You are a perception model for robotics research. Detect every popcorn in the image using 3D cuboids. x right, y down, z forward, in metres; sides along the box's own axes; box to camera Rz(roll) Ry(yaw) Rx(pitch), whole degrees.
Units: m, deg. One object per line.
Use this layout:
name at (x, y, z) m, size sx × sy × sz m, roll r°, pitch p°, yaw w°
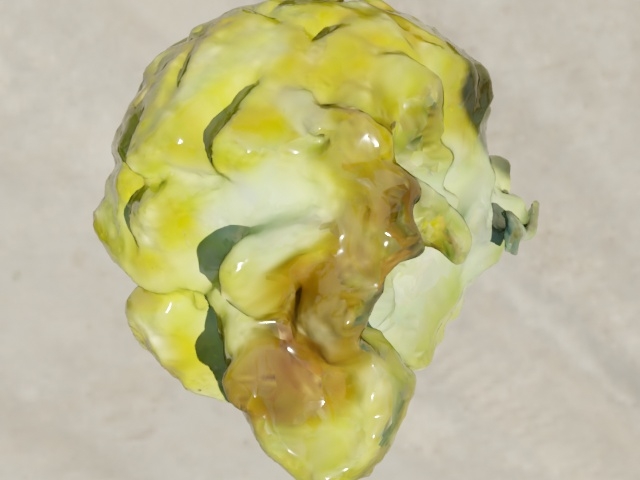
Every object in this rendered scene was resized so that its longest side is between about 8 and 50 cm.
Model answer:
popcorn at (0.000, 0.000, 0.721) m, size 0.197 × 0.212 × 0.198 m, roll -3°, pitch 133°, yaw -3°
